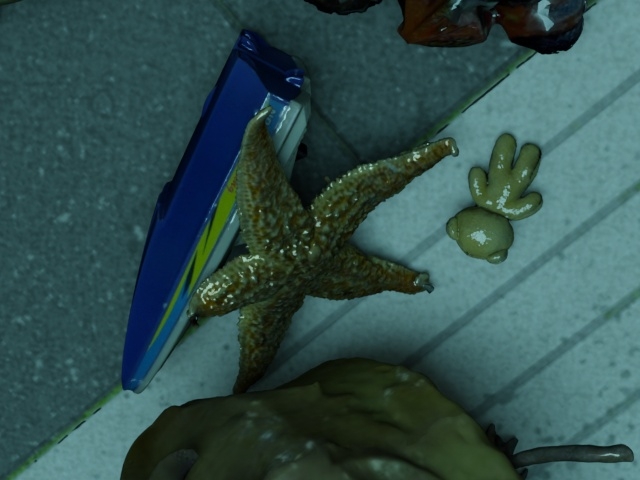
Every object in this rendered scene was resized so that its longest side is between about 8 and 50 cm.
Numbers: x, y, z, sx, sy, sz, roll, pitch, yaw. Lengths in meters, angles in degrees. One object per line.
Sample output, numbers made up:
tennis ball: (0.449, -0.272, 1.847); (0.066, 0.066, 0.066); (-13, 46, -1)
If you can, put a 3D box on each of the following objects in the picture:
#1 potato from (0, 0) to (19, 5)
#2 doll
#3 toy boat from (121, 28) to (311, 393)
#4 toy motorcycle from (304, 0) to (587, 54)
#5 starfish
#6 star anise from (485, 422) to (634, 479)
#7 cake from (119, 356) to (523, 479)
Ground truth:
potato: (-0.247, -0.285, 1.163); (0.326, 0.221, 0.243); (-23, 108, 0)
doll: (0.136, -0.030, 1.268); (0.061, 0.051, 0.093); (25, 107, 7)
toy boat: (-0.087, -0.005, 1.272); (0.088, 0.129, 0.295); (24, 109, -9)
toy motorcycle: (0.165, -0.270, 1.151); (0.207, 0.134, 0.401); (42, 109, -5)
starfish: (-0.002, -0.004, 1.238); (0.231, 0.048, 0.295); (-21, 137, -21)
star anise: (0.133, 0.202, 1.259); (0.218, 0.227, 0.148); (-33, 92, 5)
cake: (-0.036, 0.274, 1.191); (0.332, 0.321, 0.332); (22, 121, 42)
